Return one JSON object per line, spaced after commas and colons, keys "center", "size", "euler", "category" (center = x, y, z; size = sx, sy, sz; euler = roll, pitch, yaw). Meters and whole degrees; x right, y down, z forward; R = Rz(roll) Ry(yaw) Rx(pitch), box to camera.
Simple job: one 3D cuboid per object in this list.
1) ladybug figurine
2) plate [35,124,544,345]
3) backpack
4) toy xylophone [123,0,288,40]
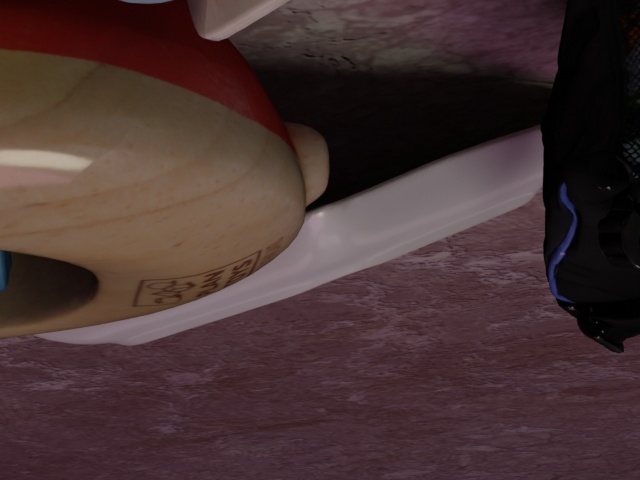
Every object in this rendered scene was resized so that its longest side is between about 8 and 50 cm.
{"center": [-0.221, -0.048, 0.911], "size": [0.449, 0.161, 0.305], "euler": [-1, 165, -10], "category": "ladybug figurine"}
{"center": [0.000, 0.000, 1.154], "size": [0.277, 0.045, 0.278], "euler": [-20, -179, 44], "category": "plate"}
{"center": [0.239, -0.059, 0.905], "size": [0.263, 0.213, 0.276], "euler": [3, 170, 4], "category": "backpack"}
{"center": [-0.123, -0.162, 0.698], "size": [0.323, 0.081, 0.236], "euler": [5, 161, -28], "category": "toy xylophone"}
